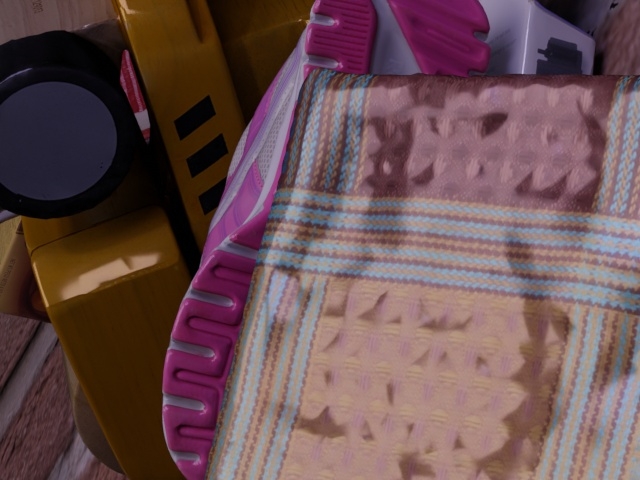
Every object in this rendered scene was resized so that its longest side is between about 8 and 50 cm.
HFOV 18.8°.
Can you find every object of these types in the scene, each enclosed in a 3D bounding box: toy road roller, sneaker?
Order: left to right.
[{"bbox_3d":[-0.069,-0.041,1.147,0.202,0.240,0.329,-114,6,-59],"label":"toy road roller"},{"bbox_3d":[0.000,0.000,0.880,0.111,0.103,0.252,142,152,-77],"label":"sneaker"}]

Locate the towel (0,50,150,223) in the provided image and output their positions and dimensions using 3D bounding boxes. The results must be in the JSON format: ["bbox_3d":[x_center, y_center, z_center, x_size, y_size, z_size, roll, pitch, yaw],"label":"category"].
[{"bbox_3d":[-0.152,-0.165,1.401,0.237,0.037,0.329,-22,42,13],"label":"towel"}]

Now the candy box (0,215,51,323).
[{"bbox_3d":[-0.174,-0.021,1.456,0.186,0.109,0.053,-61,26,31],"label":"candy box"}]

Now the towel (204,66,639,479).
[{"bbox_3d":[0.054,0.114,0.707,0.271,0.040,0.370,4,78,39],"label":"towel"}]

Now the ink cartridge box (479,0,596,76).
[{"bbox_3d":[0.062,-0.029,0.941,0.206,0.045,0.208,152,128,-63],"label":"ink cartridge box"}]
